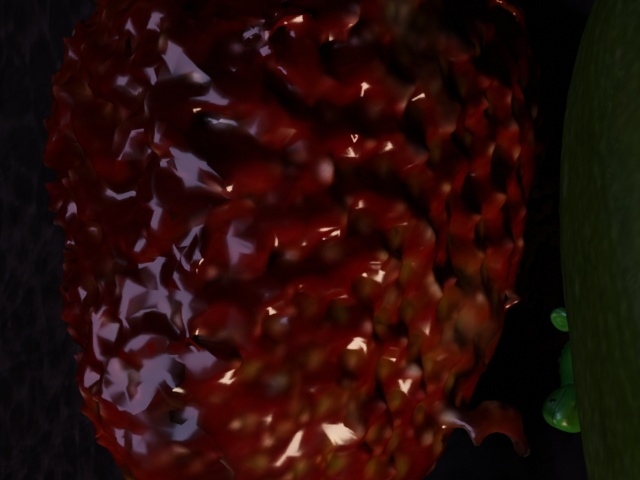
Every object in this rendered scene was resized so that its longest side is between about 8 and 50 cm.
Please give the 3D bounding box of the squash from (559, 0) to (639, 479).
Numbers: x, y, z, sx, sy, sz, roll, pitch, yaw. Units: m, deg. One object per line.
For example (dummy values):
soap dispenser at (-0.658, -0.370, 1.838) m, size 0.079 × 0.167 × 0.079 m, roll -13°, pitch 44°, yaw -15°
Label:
squash at (0.199, -0.029, 0.695) m, size 0.310 × 0.310 × 0.309 m, roll -48°, pitch 53°, yaw 41°

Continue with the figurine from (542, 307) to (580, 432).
figurine at (0.176, 0.058, 0.879) m, size 0.156 × 0.095 × 0.115 m, roll 14°, pitch 114°, yaw 46°

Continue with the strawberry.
strawberry at (0.002, -0.001, 0.959) m, size 0.292 × 0.292 × 0.343 m, roll -31°, pitch 67°, yaw 47°
